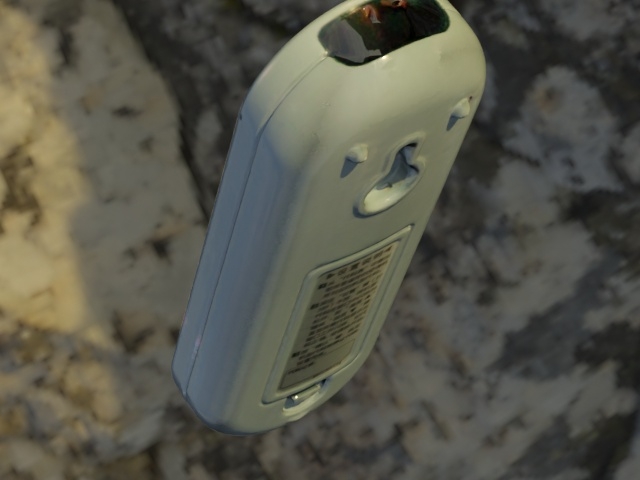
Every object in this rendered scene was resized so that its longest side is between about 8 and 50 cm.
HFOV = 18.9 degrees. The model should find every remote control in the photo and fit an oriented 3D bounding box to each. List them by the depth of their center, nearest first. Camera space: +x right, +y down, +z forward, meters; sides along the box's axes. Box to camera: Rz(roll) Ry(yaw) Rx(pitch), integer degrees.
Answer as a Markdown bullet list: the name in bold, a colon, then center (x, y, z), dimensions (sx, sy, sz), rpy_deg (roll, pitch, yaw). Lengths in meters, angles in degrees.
- **remote control**: center (0.000, 0.000, 0.695), dimensions (0.047, 0.087, 0.244), rpy_deg (57, 153, 23)
